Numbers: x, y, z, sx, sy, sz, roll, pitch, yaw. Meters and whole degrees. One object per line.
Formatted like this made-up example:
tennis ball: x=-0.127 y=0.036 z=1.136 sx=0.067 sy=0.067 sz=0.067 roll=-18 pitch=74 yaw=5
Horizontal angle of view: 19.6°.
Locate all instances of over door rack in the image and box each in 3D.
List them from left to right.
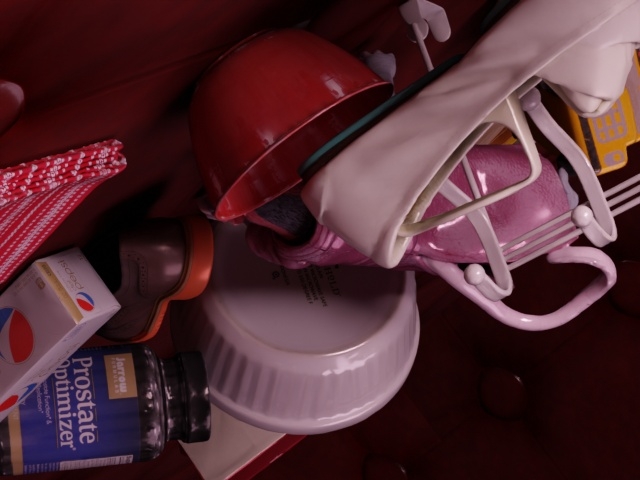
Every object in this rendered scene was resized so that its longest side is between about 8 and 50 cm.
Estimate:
over door rack: x=0.189 y=-0.140 z=1.582 sx=0.239 sy=0.324 sz=0.108 roll=-29 pitch=145 yaw=26

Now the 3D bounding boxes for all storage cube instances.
storage cube: x=-0.128 y=0.245 z=2.707 sx=0.215 sy=0.184 sz=0.193 roll=-36 pitch=171 yaw=-2

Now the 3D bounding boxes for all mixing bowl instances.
mixing bowl: x=-0.040 y=-0.109 z=1.510 sx=0.181 sy=0.098 sz=0.181 roll=-35 pitch=171 yaw=-6

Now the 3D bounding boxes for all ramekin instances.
ramekin: x=-0.022 y=0.060 z=1.965 sx=0.273 sy=0.273 sz=0.127 roll=-33 pitch=158 yaw=-24

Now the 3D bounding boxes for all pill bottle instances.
pill bottle: x=-0.225 y=0.168 z=1.874 sx=0.219 sy=0.123 sz=0.123 roll=-5 pitch=163 yaw=-11

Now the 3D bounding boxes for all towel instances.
towel: x=-0.283 y=0.010 z=1.416 sx=0.199 sy=0.031 sz=0.275 roll=-41 pitch=170 yaw=32

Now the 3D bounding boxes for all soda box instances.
soda box: x=-0.285 y=0.100 z=1.718 sx=0.216 sy=0.074 sz=0.069 roll=-42 pitch=170 yaw=30

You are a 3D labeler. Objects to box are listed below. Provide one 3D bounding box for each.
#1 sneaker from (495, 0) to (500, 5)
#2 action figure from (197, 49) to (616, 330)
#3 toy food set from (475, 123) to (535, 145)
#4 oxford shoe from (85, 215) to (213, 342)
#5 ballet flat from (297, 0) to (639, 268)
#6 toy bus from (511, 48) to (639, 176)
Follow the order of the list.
sneaker: x=0.275 y=-0.251 z=1.905 sx=0.225 sy=0.088 sz=0.093 roll=-34 pitch=127 yaw=-8
action figure: x=0.050 y=-0.010 z=1.767 sx=0.370 sy=0.276 sz=0.248 roll=-1 pitch=143 yaw=-40
toy food set: x=0.286 y=-0.149 z=2.468 sx=0.219 sy=0.092 sz=0.306 roll=-40 pitch=174 yaw=-40
oxford shoe: x=-0.192 y=0.034 z=1.782 sx=0.098 sy=0.097 sz=0.271 roll=4 pitch=159 yaw=-23
ballet flat: x=0.156 y=-0.120 z=1.460 sx=0.400 sy=0.139 sz=0.139 roll=-40 pitch=170 yaw=23
toy bus: x=0.267 y=-0.161 z=1.936 sx=0.130 sy=0.108 sz=0.333 roll=-18 pitch=-163 yaw=-5
